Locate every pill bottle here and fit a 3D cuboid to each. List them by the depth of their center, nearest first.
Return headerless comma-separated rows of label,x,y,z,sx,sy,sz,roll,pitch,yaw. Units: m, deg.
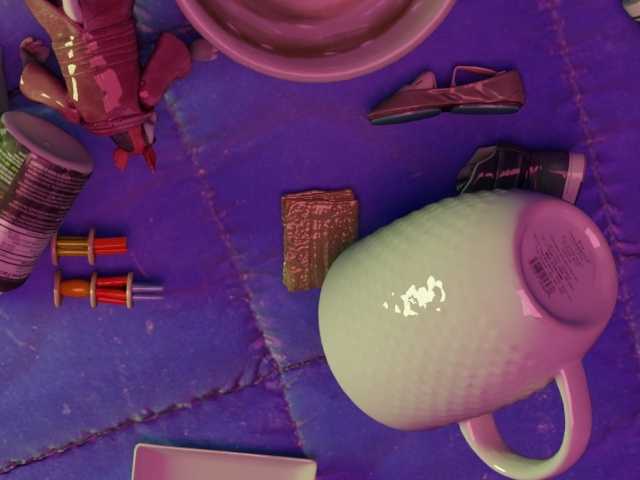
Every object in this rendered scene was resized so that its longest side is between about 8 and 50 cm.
pill bottle,-0.394,-0.027,1.593,0.130,0.130,0.246,31,106,-14

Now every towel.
towel,0.000,0.000,1.782,0.110,0.027,0.148,-3,110,-4

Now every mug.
mug,0.215,0.120,1.609,0.276,0.328,0.374,-16,82,-37

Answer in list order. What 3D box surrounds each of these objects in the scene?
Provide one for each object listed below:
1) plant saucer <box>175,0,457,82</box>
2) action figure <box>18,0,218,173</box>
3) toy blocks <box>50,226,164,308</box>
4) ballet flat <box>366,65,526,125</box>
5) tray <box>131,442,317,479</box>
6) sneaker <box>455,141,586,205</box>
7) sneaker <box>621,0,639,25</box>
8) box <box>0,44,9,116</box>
plant saucer,-0.006,-0.398,1.580,0.400,0.100,0.400,-2,111,-6
action figure,-0.259,-0.246,1.540,0.248,0.276,0.370,-18,109,0
toy blocks,-0.289,0.038,1.756,0.148,0.054,0.123,1,122,-4
ballet flat,0.164,-0.195,1.705,0.213,0.072,0.068,-5,84,-2
tray,-0.147,0.371,1.915,0.270,0.030,0.145,7,111,-6
sneaker,0.258,-0.030,1.759,0.163,0.086,0.226,8,116,-1
sneaker,0.548,-0.359,1.628,0.321,0.126,0.127,-38,105,22
box,-0.491,-0.186,1.621,0.170,0.130,0.091,-4,111,-3
